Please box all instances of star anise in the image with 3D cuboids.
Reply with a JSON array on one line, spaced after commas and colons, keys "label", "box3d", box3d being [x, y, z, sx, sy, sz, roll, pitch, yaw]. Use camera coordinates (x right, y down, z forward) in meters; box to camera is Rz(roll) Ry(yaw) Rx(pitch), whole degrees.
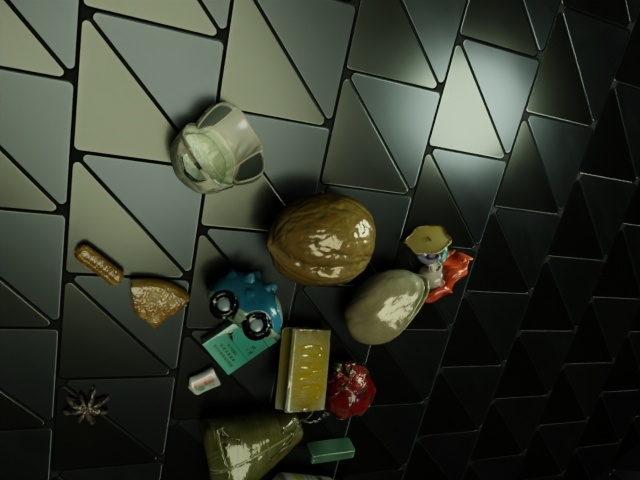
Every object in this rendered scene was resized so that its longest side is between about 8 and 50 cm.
[{"label": "star anise", "box3d": [-0.729, 0.525, 1.587, 0.141, 0.042, 0.140, -8, 115, -18]}]

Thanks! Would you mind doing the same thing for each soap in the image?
[{"label": "soap", "box3d": [-0.056, 0.435, 1.726, 0.174, 0.089, 0.273, 9, 83, -37]}]

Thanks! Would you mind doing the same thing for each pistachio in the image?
[{"label": "pistachio", "box3d": [0.224, 0.219, 1.740, 0.332, 0.226, 0.208, -40, 144, 13]}]

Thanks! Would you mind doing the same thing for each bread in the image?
[{"label": "bread", "box3d": [-0.626, 0.071, 1.437, 0.052, 0.044, 0.157, -40, 119, 5]}]

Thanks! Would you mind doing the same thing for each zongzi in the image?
[{"label": "zongzi", "box3d": [-0.187, 0.777, 1.791, 0.448, 0.181, 0.417, -2, 87, -22]}]

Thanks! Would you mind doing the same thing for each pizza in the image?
[{"label": "pizza", "box3d": [-0.493, 0.192, 1.537, 0.182, 0.062, 0.161, 6, 102, -29]}]

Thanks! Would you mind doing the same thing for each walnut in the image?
[{"label": "walnut", "box3d": [0.000, 0.000, 1.527, 0.333, 0.333, 0.332, -8, 114, -19]}]

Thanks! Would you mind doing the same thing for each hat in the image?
[{"label": "hat", "box3d": [-0.283, -0.248, 1.392, 0.275, 0.161, 0.231, -45, 121, -27]}]

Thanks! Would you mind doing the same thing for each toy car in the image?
[{"label": "toy car", "box3d": [-0.218, 0.190, 1.559, 0.255, 0.188, 0.190, 34, 77, 0]}]

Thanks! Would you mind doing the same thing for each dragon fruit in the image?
[{"label": "dragon fruit", "box3d": [0.103, 0.560, 1.863, 0.192, 0.193, 0.273, -41, 127, -37]}]

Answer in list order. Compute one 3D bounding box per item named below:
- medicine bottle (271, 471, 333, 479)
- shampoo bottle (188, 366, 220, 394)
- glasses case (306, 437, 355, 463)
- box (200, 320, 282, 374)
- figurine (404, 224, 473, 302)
[{"label": "medicine bottle", "box3d": [-0.026, 1.031, 1.985, 0.340, 0.208, 0.208, 19, 103, -28]}, {"label": "shampoo bottle", "box3d": [-0.394, 0.474, 1.698, 0.099, 0.043, 0.072, -23, 118, -12]}, {"label": "glasses case", "box3d": [0.039, 0.827, 2.000, 0.184, 0.078, 0.039, 2, 114, -22]}, {"label": "box", "box3d": [-0.258, 0.325, 1.692, 0.229, 0.041, 0.162, -34, 120, -7]}, {"label": "figurine", "box3d": [0.418, 0.088, 1.796, 0.208, 0.181, 0.257, -47, 133, -32]}]
